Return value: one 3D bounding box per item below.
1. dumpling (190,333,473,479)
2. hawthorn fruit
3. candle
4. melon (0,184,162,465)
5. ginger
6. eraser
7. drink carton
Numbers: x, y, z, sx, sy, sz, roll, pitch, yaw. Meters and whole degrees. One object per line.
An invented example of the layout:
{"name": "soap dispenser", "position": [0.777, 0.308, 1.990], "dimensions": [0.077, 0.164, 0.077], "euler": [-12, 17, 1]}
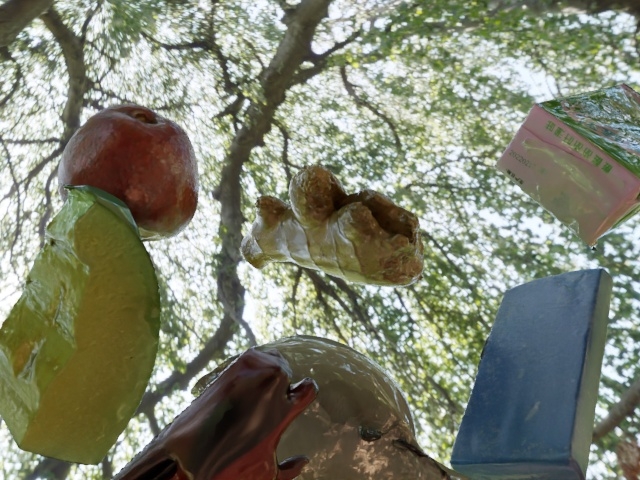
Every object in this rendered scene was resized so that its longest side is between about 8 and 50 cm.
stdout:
{"name": "dumpling", "position": [0.008, 0.207, 0.589], "dimensions": [0.175, 0.243, 0.227], "euler": [-35, -33, -10]}
{"name": "hawthorn fruit", "position": [-0.231, -0.082, 0.721], "dimensions": [0.172, 0.173, 0.173], "euler": [-8, -66, -18]}
{"name": "candle", "position": [-0.123, 0.181, 0.361], "dimensions": [0.301, 0.059, 0.084], "euler": [-38, -96, -4]}
{"name": "melon", "position": [-0.260, 0.082, 0.635], "dimensions": [0.323, 0.196, 0.124], "euler": [-59, -19, 21]}
{"name": "ginger", "position": [-0.012, -0.009, 0.955], "dimensions": [0.236, 0.375, 0.166], "euler": [43, -131, -57]}
{"name": "eraser", "position": [0.262, 0.150, 0.697], "dimensions": [0.043, 0.144, 0.312], "euler": [53, -135, -16]}
{"name": "drink carton", "position": [0.376, -0.107, 0.758], "dimensions": [0.271, 0.161, 0.108], "euler": [-20, -34, -39]}
